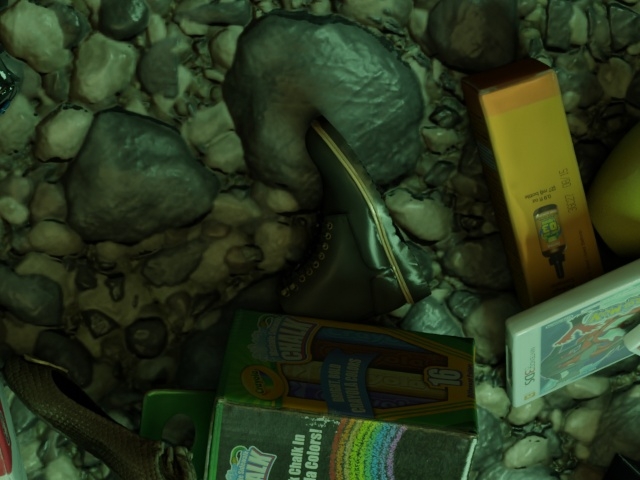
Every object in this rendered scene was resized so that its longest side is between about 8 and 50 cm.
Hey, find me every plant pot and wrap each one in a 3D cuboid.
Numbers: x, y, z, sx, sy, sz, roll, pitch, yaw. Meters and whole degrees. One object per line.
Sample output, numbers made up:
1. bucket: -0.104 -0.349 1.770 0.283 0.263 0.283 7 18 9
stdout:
1. plant pot: 0.302 -0.036 1.796 0.095 0.134 0.134 -35 109 21

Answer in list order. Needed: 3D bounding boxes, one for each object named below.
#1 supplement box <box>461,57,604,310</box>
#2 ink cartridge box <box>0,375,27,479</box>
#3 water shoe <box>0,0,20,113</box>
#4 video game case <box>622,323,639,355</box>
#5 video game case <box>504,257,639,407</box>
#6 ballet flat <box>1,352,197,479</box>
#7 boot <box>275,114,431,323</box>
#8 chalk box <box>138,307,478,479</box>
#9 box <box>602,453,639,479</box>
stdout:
1. supplement box: 0.198 -0.045 1.789 0.078 0.080 0.233 -17 105 -7
2. ink cartridge box: -0.309 0.254 1.674 0.131 0.226 0.306 -13 105 -8
3. water shoe: -0.297 -0.122 1.666 0.080 0.073 0.203 -4 105 -13
4. video game case: 0.368 0.061 1.815 0.157 0.019 0.143 -40 153 14
5. video game case: 0.265 0.076 1.794 0.201 0.183 0.023 -24 65 -6
6. ballet flat: -0.189 0.158 1.682 0.084 0.250 0.058 26 96 -50
7. boot: 0.000 0.000 1.762 0.137 0.077 0.198 -29 106 1
8. chalk box: -0.015 0.182 1.718 0.289 0.179 0.180 9 114 1
9. box: 0.355 0.297 1.862 0.158 0.156 0.093 25 98 -17
